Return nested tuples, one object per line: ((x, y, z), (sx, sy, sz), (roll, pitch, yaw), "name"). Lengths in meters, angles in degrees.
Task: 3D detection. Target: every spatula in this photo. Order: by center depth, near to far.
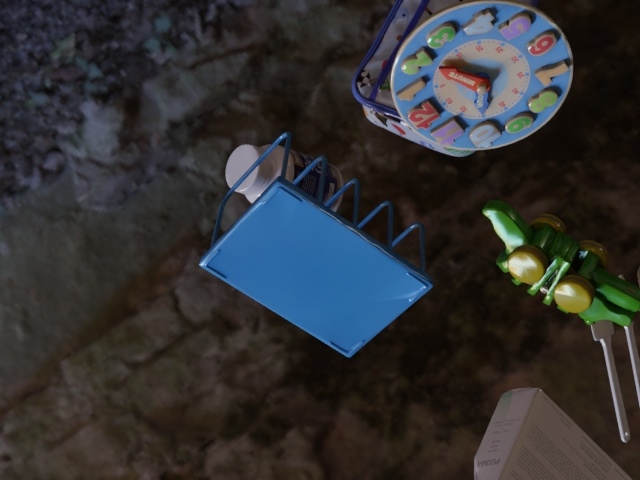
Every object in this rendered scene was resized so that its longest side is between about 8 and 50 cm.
((0.474, 0.166, 1.567), (0.168, 0.242, 0.019), (-13, -179, -38), "spatula")

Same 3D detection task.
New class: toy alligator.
((0.195, 0.037, 0.779), (0.056, 0.190, 0.051), (-51, 172, -45), "toy alligator")

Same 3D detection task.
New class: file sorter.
((0.000, 0.000, 0.952), (0.118, 0.170, 0.104), (-44, -157, 32), "file sorter")

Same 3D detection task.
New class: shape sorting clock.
((0.182, -0.182, 1.184), (0.206, 0.206, 0.040), (-48, -153, 40), "shape sorting clock")

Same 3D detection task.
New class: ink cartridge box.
((0.207, 0.277, 0.972), (0.056, 0.181, 0.224), (-24, -154, 52), "ink cartridge box")

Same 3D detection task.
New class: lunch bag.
((0.193, -0.292, 1.656), (0.303, 0.243, 0.115), (-60, 157, -8), "lunch bag")

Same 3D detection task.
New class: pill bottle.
((-0.053, -0.086, 1.515), (0.169, 0.094, 0.094), (15, 129, -47), "pill bottle")
